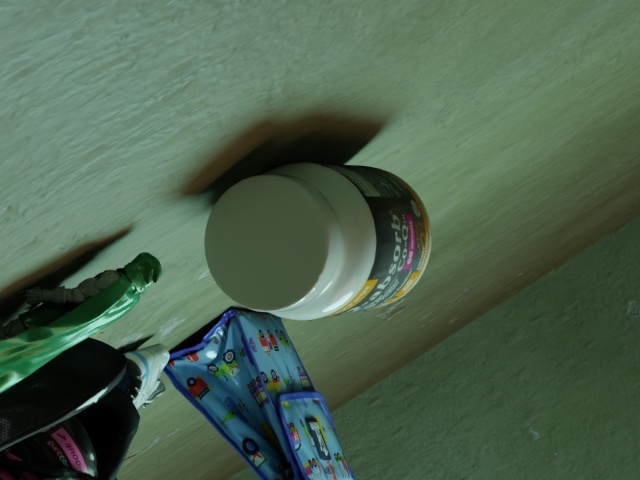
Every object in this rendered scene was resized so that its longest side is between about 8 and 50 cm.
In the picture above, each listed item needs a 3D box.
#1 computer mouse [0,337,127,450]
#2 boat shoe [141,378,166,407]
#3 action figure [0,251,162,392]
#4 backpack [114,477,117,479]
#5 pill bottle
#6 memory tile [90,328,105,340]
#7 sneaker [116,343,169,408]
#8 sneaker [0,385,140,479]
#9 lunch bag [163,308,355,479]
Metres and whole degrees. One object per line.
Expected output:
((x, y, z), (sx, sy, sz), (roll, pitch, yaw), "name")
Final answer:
((-0.326, 0.165, 1.527), (0.272, 0.072, 0.188), (-29, -165, -4), "computer mouse")
((-0.244, 0.203, 2.015), (0.038, 0.046, 0.125), (-41, 176, 10), "boat shoe")
((-0.253, 0.077, 1.431), (0.232, 0.063, 0.137), (-28, 166, -9), "action figure")
((-0.395, 0.420, 2.124), (0.276, 0.213, 0.263), (-30, 179, -30), "backpack")
((0.000, 0.000, 1.562), (0.162, 0.162, 0.278), (-38, 168, 19), "pill bottle")
((-0.290, 0.131, 1.674), (0.113, 0.012, 0.148), (-27, 166, -30), "memory tile")
((-0.243, 0.190, 1.913), (0.083, 0.071, 0.190), (-30, 170, -45), "sneaker")
((-0.356, 0.264, 1.671), (0.202, 0.185, 0.483), (-45, 177, 23), "sneaker")
((-0.063, 0.251, 2.076), (0.138, 0.293, 0.221), (-35, 169, 9), "lunch bag")
